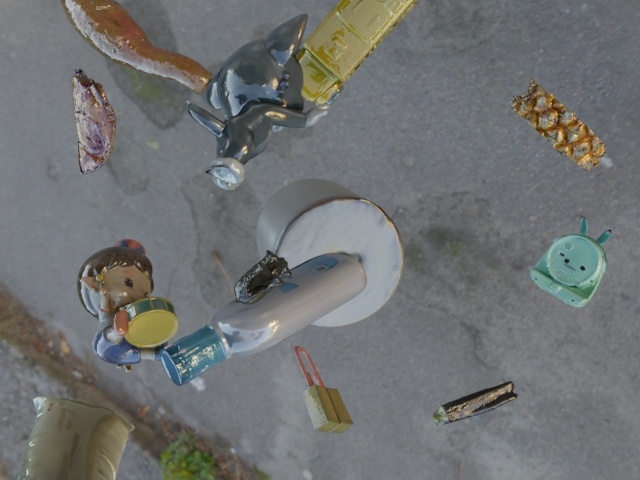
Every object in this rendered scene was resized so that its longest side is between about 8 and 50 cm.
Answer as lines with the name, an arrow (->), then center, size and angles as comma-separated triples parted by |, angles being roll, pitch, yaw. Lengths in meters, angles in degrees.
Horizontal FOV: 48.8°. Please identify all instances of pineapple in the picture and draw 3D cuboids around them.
pineapple -> 0.483, -0.227, 1.415 | 0.233, 0.135, 0.079 | 41, 112, 5

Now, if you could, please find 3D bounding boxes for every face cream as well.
face cream -> -0.090, 0.118, 1.101 | 0.163, 0.337, 0.080 | -2, 111, 57

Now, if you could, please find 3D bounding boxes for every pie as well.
pie -> -0.365, -0.190, 1.128 | 0.092, 0.034, 0.169 | 3, 105, 30

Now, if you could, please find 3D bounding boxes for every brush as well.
brush -> -0.008, 0.346, 1.686 | 0.047, 0.103, 0.233 | -40, 53, 19

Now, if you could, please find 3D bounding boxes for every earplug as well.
earplug -> 0.000, 0.000, 1.747 | 0.394, 0.313, 0.312 | -130, 27, -68

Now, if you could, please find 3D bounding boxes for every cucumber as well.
cucumber -> 0.236, 0.250, 1.075 | 0.034, 0.135, 0.033 | 99, 154, -65

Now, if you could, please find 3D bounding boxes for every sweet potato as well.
sweet potato -> -0.374, -0.386, 1.358 | 0.385, 0.109, 0.109 | 39, 132, 12

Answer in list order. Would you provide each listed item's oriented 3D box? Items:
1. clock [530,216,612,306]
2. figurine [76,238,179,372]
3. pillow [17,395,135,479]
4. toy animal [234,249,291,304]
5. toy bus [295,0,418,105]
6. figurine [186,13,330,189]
clock -> 0.414, 0.032, 1.147 | 0.101, 0.041, 0.135 | 32, 92, 30
figurine -> -0.363, 0.100, 1.307 | 0.275, 0.158, 0.161 | 59, -179, 38
pillow -> -0.297, 0.292, 0.859 | 0.144, 0.254, 0.078 | 33, 107, -25
toy animal -> -0.074, 0.048, 0.933 | 0.065, 0.135, 0.047 | -42, 93, 16
toy bus -> 0.071, -0.398, 1.296 | 0.121, 0.123, 0.335 | 41, 105, -8
figurine -> -0.106, -0.169, 0.948 | 0.193, 0.265, 0.140 | -25, 110, 43
